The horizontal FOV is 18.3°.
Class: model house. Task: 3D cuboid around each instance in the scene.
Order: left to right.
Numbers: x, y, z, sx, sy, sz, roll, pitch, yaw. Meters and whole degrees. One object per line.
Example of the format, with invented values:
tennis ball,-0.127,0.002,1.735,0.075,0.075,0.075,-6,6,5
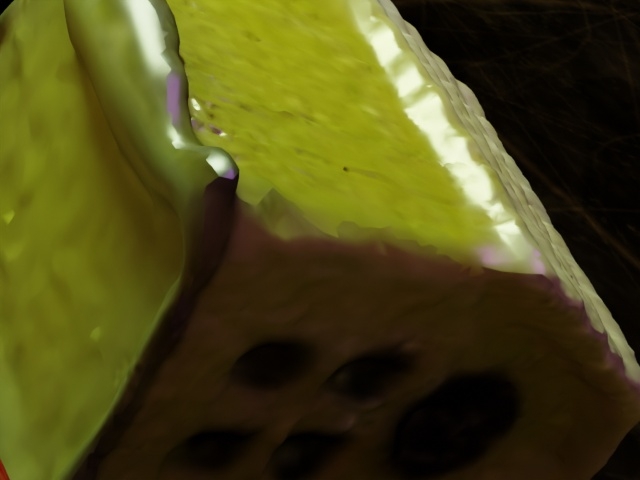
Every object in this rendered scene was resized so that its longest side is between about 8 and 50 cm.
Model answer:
model house,0.000,0.000,0.695,0.234,0.175,0.193,6,36,-31

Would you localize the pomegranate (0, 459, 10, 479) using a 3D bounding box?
pomegranate,-0.156,0.104,0.362,0.221,0.221,0.257,19,38,-20
